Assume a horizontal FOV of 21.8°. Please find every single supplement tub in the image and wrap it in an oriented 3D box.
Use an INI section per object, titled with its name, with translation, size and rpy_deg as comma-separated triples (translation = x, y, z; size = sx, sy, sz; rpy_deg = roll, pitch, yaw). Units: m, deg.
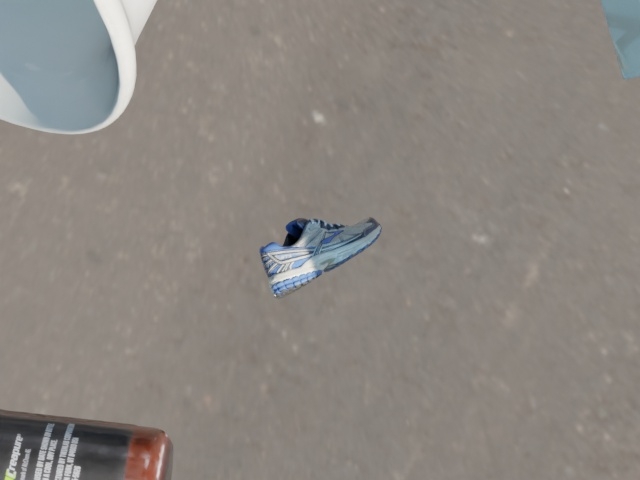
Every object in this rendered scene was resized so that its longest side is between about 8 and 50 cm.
[supplement tub]
translation = -0.173, 0.130, 0.793
size = 0.198, 0.106, 0.106
rpy_deg = 7, 104, -1

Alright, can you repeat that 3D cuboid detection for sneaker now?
[sneaker]
translation = 0.000, 0.000, 1.513
size = 0.135, 0.052, 0.058
rpy_deg = -28, 86, -38

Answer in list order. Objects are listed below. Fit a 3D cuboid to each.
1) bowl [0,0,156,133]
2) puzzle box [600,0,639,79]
[bowl]
translation = -0.167, -0.190, 0.716
size = 0.298, 0.298, 0.134
rpy_deg = 41, 69, -12
[puzzle box]
translation = 0.255, -0.321, 0.968
size = 0.272, 0.052, 0.408
rpy_deg = -13, 103, 16
